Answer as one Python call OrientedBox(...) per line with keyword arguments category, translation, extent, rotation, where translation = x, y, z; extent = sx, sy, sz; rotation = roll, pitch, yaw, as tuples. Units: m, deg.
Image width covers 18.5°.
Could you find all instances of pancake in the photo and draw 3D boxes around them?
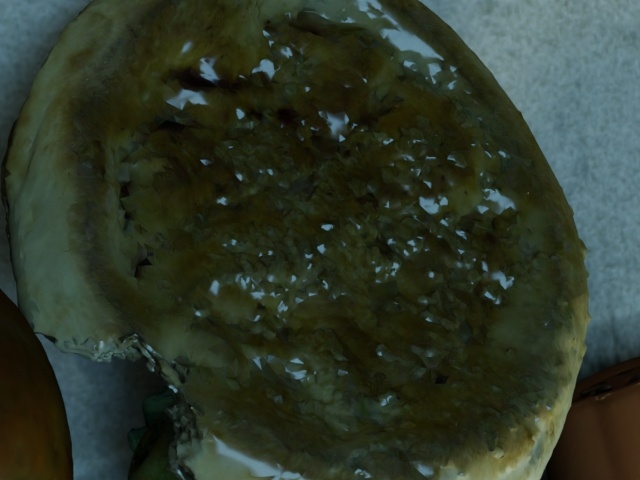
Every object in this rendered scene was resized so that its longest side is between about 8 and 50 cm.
OrientedBox(category="pancake", translation=(-0.001, 0.000, 1.107), extent=(0.382, 0.071, 0.382), rotation=(15, 56, -24))

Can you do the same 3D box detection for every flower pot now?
OrientedBox(category="flower pot", translation=(0.231, 0.163, 1.272), extent=(0.191, 0.191, 0.173), rotation=(-20, 90, -27))

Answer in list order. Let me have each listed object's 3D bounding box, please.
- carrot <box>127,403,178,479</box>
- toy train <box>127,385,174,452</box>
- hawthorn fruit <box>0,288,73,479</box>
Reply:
OrientedBox(category="carrot", translation=(0.051, 0.204, 1.107), extent=(0.358, 0.074, 0.074), rotation=(33, 76, -7))
OrientedBox(category="toy train", translation=(-0.048, 0.161, 1.165), extent=(0.125, 0.081, 0.194), rotation=(-14, 97, -19))
OrientedBox(category="hawthorn fruit", translation=(-0.243, 0.117, 0.927), extent=(0.268, 0.301, 0.267), rotation=(-15, 124, -23))
